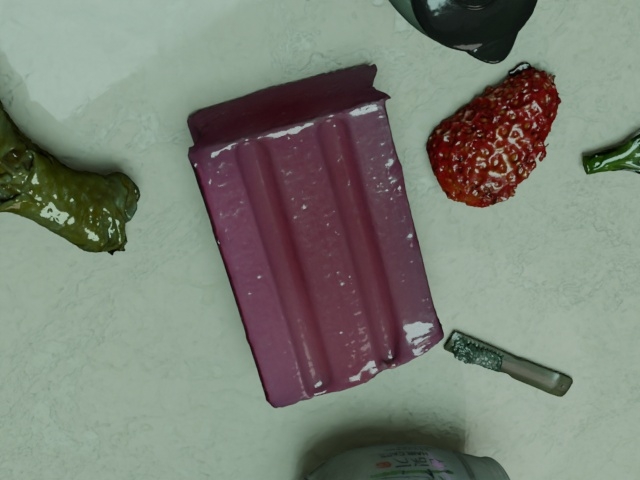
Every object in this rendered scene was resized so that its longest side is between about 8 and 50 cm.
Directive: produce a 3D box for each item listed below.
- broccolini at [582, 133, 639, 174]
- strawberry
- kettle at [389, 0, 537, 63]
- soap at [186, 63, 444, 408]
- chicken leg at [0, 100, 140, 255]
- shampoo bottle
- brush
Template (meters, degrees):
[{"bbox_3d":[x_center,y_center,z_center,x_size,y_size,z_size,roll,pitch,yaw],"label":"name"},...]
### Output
[{"bbox_3d":[0.421,-0.116,1.817,0.202,0.068,0.091,-5,106,11],"label":"broccolini"},{"bbox_3d":[0.208,-0.119,1.753,0.121,0.082,0.188,31,111,-19],"label":"strawberry"},{"bbox_3d":[0.128,-0.316,1.546,0.161,0.236,0.221,-19,119,1],"label":"kettle"},{"bbox_3d":[0.000,0.000,1.753,0.233,0.128,0.359,-15,118,0],"label":"soap"},{"bbox_3d":[-0.365,-0.103,1.633,0.429,0.153,0.201,32,77,-30],"label":"chicken leg"},{"bbox_3d":[0.111,0.395,1.895,0.266,0.273,0.273,-3,118,-14],"label":"shampoo bottle"},{"bbox_3d":[0.248,0.166,1.937,0.190,0.027,0.034,23,113,-21],"label":"brush"}]
